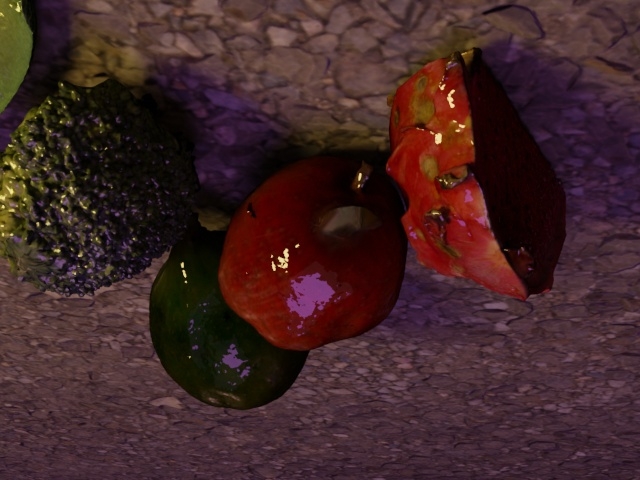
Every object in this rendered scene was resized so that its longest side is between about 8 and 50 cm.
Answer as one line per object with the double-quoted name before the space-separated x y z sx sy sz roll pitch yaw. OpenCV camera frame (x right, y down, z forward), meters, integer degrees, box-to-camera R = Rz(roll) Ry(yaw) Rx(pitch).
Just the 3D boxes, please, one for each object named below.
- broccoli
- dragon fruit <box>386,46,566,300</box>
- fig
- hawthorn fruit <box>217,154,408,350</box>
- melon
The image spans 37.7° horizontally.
"broccoli" -0.204 -0.044 0.834 0.198 0.226 0.176 -36 104 4
"dragon fruit" 0.120 -0.029 0.801 0.126 0.161 0.274 -13 150 26
"fig" -0.111 0.069 1.012 0.195 0.195 0.245 -7 143 22
"hawthorn fruit" 0.000 0.000 0.876 0.185 0.185 0.202 15 136 -17
"melon" -0.304 -0.154 0.785 0.262 0.053 0.114 -26 122 39
